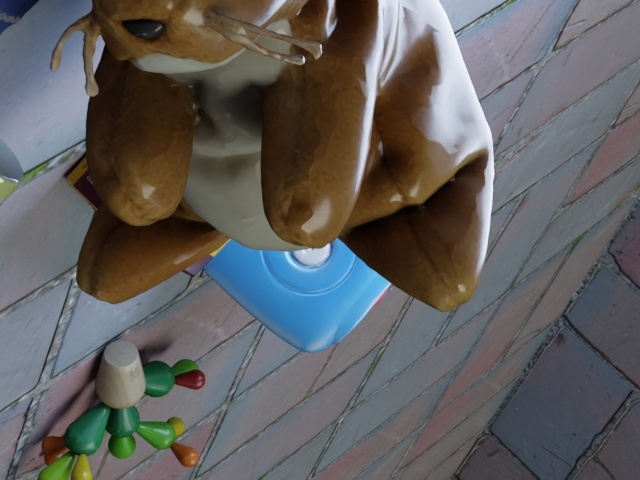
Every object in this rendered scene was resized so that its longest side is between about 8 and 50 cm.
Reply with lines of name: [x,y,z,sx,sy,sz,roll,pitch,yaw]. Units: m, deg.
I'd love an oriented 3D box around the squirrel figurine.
squirrel figurine: [-0.038,-0.186,1.235,0.370,0.281,0.397,61,42,-54]

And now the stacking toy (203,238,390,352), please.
stacking toy: [0.000,0.000,1.979,0.175,0.165,0.302,-51,179,4]

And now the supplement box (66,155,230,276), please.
supplement box: [-0.120,-0.044,1.622,0.104,0.081,0.188,-47,165,2]

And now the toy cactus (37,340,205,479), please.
toy cactus: [-0.197,0.174,1.970,0.219,0.112,0.180,-28,149,-25]

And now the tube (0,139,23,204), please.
tube: [-0.305,0.019,1.363,0.240,0.070,0.062,-46,-152,15]

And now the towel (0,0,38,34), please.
towel: [-0.311,-0.062,1.165,0.336,0.040,0.243,-50,163,14]
